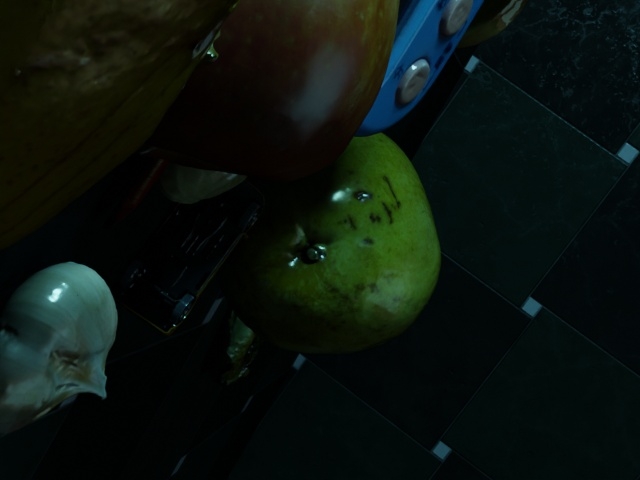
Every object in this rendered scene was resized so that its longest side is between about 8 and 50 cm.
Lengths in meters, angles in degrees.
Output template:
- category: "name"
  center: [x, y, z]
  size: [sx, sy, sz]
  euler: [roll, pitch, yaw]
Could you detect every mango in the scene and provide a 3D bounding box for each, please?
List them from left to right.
- category: "mango"
  center: [-0.130, -0.135, 0.536]
  size: [0.199, 0.201, 0.350]
  euler: [34, 97, -41]

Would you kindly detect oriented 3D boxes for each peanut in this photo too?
- category: "peanut"
  center: [-0.092, -0.111, 1.150]
  size: [0.187, 0.082, 0.082]
  euler: [-56, 172, -15]

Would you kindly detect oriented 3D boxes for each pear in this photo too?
- category: "pear"
  center: [0.000, 0.000, 1.445]
  size: [0.304, 0.304, 0.304]
  euler: [-57, 172, -12]

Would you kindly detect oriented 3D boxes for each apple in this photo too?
- category: "apple"
  center: [-0.061, -0.149, 0.728]
  size: [0.230, 0.230, 0.230]
  euler: [-57, 172, -12]

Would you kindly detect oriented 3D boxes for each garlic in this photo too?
- category: "garlic"
  center: [-0.247, 0.101, 0.968]
  size: [0.174, 0.099, 0.124]
  euler: [-52, 155, -36]

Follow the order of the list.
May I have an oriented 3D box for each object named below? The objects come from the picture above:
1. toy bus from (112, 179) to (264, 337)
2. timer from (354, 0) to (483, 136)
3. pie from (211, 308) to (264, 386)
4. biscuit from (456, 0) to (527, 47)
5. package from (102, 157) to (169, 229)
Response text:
- category: "toy bus"
  center: [-0.146, 0.012, 1.285]
  size: [0.194, 0.083, 0.088]
  euler: [-54, 175, -14]
- category: "timer"
  center: [0.064, -0.274, 1.082]
  size: [0.340, 0.115, 0.309]
  euler: [-59, 154, 7]
- category: "pie"
  center: [-0.084, 0.095, 2.031]
  size: [0.371, 0.078, 0.296]
  euler: [-56, 170, -14]
- category: "biscuit"
  center: [0.282, -0.454, 1.757]
  size: [0.355, 0.275, 0.052]
  euler: [-46, 133, 11]
- category: "package"
  center: [-0.137, -0.089, 1.023]
  size: [0.200, 0.022, 0.083]
  euler: [-48, -166, 38]
